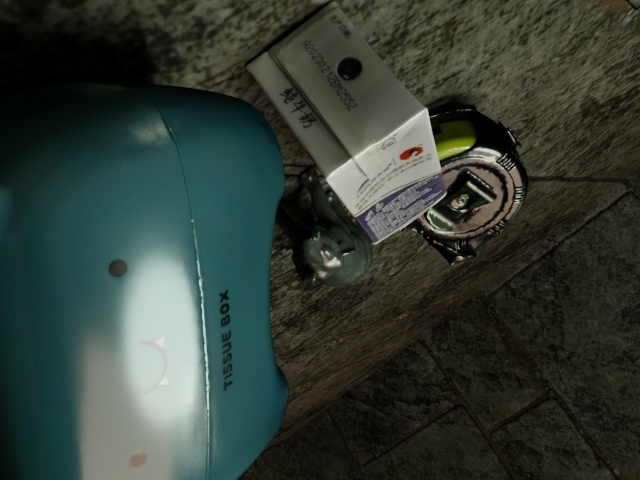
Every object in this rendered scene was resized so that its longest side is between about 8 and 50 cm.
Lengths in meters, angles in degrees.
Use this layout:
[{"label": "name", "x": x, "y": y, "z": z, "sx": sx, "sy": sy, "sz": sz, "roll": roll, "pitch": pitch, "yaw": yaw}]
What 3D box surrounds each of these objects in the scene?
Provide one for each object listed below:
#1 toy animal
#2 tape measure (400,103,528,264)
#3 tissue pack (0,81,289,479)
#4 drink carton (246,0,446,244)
[{"label": "toy animal", "x": -0.006, "y": -0.008, "z": 0.718, "sx": 0.082, "sy": 0.137, "sz": 0.269, "roll": -33, "pitch": 169, "yaw": 10}, {"label": "tape measure", "x": 0.167, "y": -0.075, "z": 0.773, "sx": 0.199, "sy": 0.112, "sz": 0.186, "roll": 26, "pitch": 123, "yaw": -24}, {"label": "tissue pack", "x": -0.143, "y": 0.042, "z": 0.400, "sx": 0.206, "sy": 0.198, "sz": 0.287, "roll": -18, "pitch": 116, "yaw": -48}, {"label": "drink carton", "x": 0.037, "y": -0.097, "z": 0.570, "sx": 0.102, "sy": 0.134, "sz": 0.222, "roll": -34, "pitch": 160, "yaw": 5}]
